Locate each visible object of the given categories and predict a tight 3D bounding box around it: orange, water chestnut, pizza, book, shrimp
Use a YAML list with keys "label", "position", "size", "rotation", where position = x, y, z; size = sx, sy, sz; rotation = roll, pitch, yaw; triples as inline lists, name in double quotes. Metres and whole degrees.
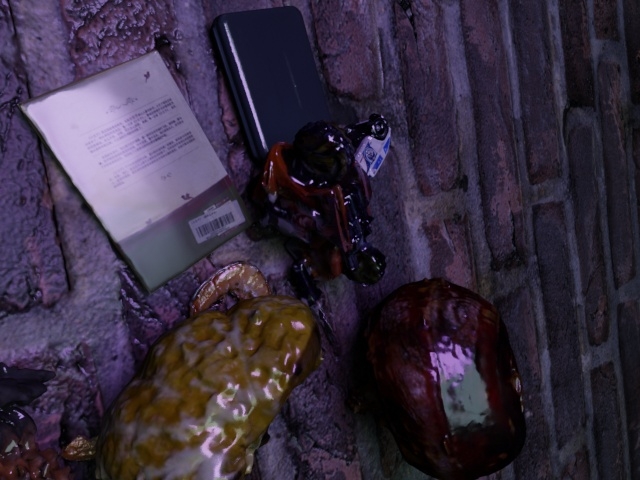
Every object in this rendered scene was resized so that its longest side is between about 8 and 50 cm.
- label: "orange"
  position: [-0.140, 0.215, 0.590]
  size: [0.210, 0.271, 0.368]
  rotation: [31, 64, 1]
- label: "water chestnut"
  position: [0.181, 0.236, 0.823]
  size: [0.350, 0.302, 0.350]
  rotation: [49, 32, -45]
- label: "pizza"
  position: [-0.302, 0.272, 0.636]
  size: [0.083, 0.016, 0.037]
  rotation: [0, 92, -31]
- label: "book"
  position: [-0.236, -0.097, 0.670]
  size: [0.201, 0.026, 0.289]
  rotation: [-37, 110, -29]
- label: "shrimp"
  position: [-0.125, 0.134, 0.744]
  size: [0.148, 0.035, 0.195]
  rotation: [-37, 111, -27]

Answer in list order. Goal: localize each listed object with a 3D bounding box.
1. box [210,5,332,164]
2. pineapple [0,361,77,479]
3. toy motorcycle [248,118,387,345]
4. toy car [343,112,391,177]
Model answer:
- label: "box"
  position: [-0.071, -0.248, 0.768]
  size: [0.160, 0.050, 0.230]
  rotation: [-25, 104, -32]
- label: "pineapple"
  position: [-0.362, 0.253, 0.498]
  size: [0.223, 0.223, 0.357]
  rotation: [-9, 84, -34]
- label: "toy motorcycle"
  position: [0.000, 0.000, 0.760]
  size: [0.134, 0.207, 0.401]
  rotation: [-54, 135, -36]
- label: "toy car"
  position: [0.069, -0.152, 0.849]
  size: [0.070, 0.080, 0.170]
  rotation: [41, 68, -30]
